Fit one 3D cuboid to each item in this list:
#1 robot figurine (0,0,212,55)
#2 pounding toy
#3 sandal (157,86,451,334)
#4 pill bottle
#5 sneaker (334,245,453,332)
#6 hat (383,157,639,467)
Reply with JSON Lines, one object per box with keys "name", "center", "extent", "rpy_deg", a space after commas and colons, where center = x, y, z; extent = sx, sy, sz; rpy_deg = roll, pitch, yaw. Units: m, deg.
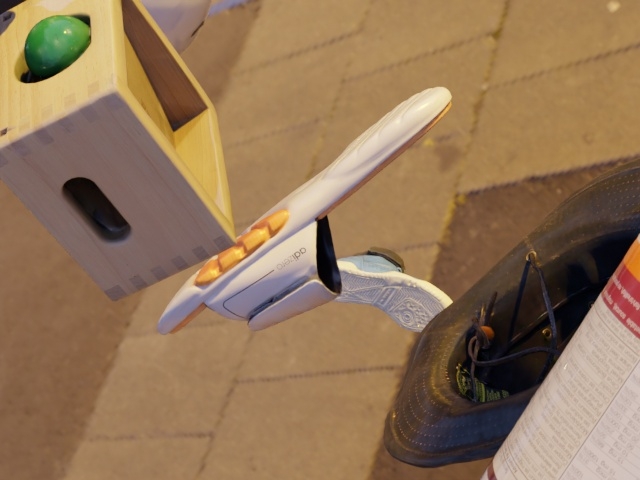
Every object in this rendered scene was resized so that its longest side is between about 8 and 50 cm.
{"name": "robot figurine", "center": [-0.222, -0.228, 1.018], "extent": [0.173, 0.278, 0.209], "rpy_deg": [-118, 37, -71]}
{"name": "pounding toy", "center": [-0.123, -0.063, 0.619], "extent": [0.100, 0.141, 0.130], "rpy_deg": [-25, 42, 11]}
{"name": "sandal", "center": [-0.001, 0.002, 0.868], "extent": [0.265, 0.076, 0.102], "rpy_deg": [-38, 6, 17]}
{"name": "pill bottle", "center": [0.148, 0.109, 0.591], "extent": [0.221, 0.121, 0.121], "rpy_deg": [-60, 30, 15]}
{"name": "sneaker", "center": [0.081, 0.047, 1.307], "extent": [0.152, 0.058, 0.085], "rpy_deg": [13, 22, 28]}
{"name": "hat", "center": [0.209, 0.087, 0.980], "extent": [0.331, 0.134, 0.331], "rpy_deg": [-40, 13, 11]}
